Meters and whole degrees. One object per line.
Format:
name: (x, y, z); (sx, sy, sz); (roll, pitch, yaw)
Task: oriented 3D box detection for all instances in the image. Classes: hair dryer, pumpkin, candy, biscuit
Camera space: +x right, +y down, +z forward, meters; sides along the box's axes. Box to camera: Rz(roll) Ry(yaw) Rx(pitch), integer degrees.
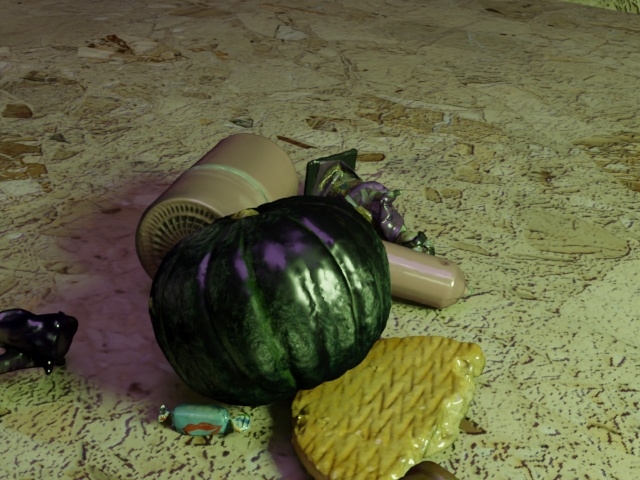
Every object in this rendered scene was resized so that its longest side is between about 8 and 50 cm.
hair dryer: (0.000, 0.000, 0.962); (0.352, 0.125, 0.210); (17, 30, 9)
pumpkin: (-0.043, 0.048, 0.767); (0.220, 0.162, 0.220); (-18, 15, 5)
candy: (-0.101, 0.154, 0.744); (0.083, 0.020, 0.030); (3, 26, 7)
biscuit: (0.049, 0.146, 0.752); (0.144, 0.033, 0.224); (10, 29, 24)

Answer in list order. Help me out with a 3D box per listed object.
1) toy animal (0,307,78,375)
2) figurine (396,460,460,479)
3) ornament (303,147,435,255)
toy animal: (-0.379, 0.079, 0.787); (0.324, 0.091, 0.195); (9, -1, 24)
figurine: (-0.054, 0.258, 0.396); (0.382, 0.186, 0.261); (-27, 33, -34)
ornament: (0.069, -0.038, 1.041); (0.088, 0.081, 0.203); (-19, 35, -32)
